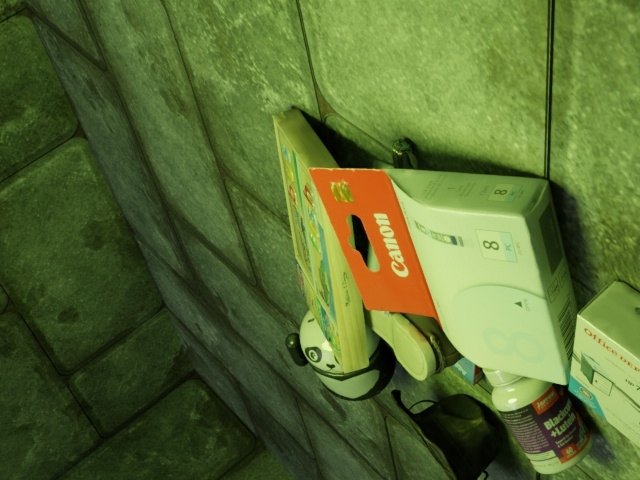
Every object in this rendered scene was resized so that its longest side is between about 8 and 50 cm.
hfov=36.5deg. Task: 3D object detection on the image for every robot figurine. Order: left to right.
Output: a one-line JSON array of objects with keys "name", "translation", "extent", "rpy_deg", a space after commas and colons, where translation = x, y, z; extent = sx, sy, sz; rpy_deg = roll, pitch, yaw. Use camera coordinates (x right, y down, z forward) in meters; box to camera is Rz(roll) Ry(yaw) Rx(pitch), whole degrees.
[{"name": "robot figurine", "translation": [0.059, 0.227, 1.991], "extent": [0.173, 0.209, 0.278], "rpy_deg": [51, 173, 34]}]

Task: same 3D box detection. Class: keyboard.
[{"name": "keyboard", "translation": [0.100, -0.002, 1.602], "extent": [0.072, 0.014, 0.256], "rpy_deg": [-146, 55, -61]}]

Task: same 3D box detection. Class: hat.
[{"name": "hat", "translation": [0.271, 0.382, 1.862], "extent": [0.331, 0.134, 0.331], "rpy_deg": [56, 180, 0]}]

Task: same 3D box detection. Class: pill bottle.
[{"name": "pill bottle", "translation": [0.339, 0.262, 1.534], "extent": [0.193, 0.108, 0.108], "rpy_deg": [57, 161, -11]}]

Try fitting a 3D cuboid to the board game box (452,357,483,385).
[{"name": "board game box", "translation": [0.191, 0.134, 1.779], "extent": [0.281, 0.027, 0.145], "rpy_deg": [42, 155, 30]}]

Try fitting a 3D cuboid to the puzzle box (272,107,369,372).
[{"name": "puzzle box", "translation": [0.000, 0.000, 1.729], "extent": [0.272, 0.052, 0.409], "rpy_deg": [-121, 18, -54]}]

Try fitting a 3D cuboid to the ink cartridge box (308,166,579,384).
[{"name": "ink cartridge box", "translation": [0.166, 0.043, 1.399], "extent": [0.385, 0.091, 0.308], "rpy_deg": [6, 134, 35]}]

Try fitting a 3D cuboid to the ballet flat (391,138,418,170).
[{"name": "ballet flat", "translation": [0.133, -0.106, 1.490], "extent": [0.041, 0.041, 0.114], "rpy_deg": [39, 157, 35]}]

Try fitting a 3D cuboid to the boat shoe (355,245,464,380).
[{"name": "boat shoe", "translation": [0.135, 0.109, 1.686], "extent": [0.324, 0.096, 0.117], "rpy_deg": [50, 152, 45]}]

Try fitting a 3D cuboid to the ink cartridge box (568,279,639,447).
[{"name": "ink cartridge box", "translation": [0.403, 0.164, 1.257], "extent": [0.139, 0.082, 0.191], "rpy_deg": [40, 158, 34]}]
